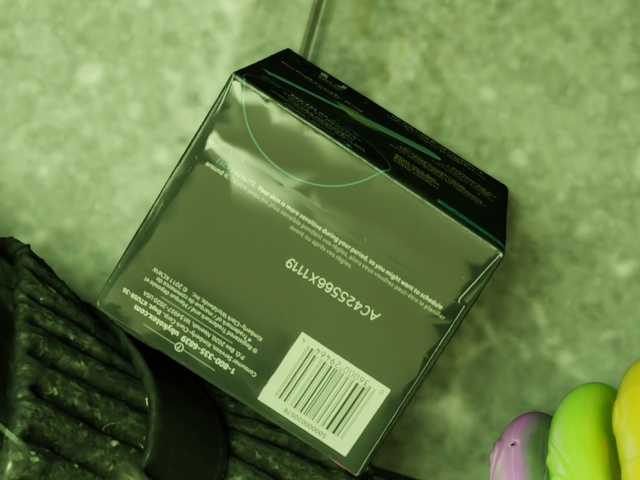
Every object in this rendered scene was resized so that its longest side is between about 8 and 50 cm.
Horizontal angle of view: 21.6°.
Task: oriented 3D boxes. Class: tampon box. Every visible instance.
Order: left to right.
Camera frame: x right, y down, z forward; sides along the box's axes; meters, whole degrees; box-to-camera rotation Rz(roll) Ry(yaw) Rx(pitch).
[{"bbox_3d":[0.000,0.000,0.675,0.120,0.161,0.101,33,102,0],"label":"tampon box"}]

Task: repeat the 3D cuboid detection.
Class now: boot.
[{"bbox_3d":[-0.153,0.035,0.703,0.260,0.348,0.131,20,109,-41],"label":"boot"}]

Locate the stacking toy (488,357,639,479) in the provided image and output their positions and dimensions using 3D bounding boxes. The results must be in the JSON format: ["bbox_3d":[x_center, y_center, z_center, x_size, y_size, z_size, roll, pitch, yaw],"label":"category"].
[{"bbox_3d":[0.134,0.116,0.706,0.301,0.175,0.166,-22,92,23],"label":"stacking toy"}]
